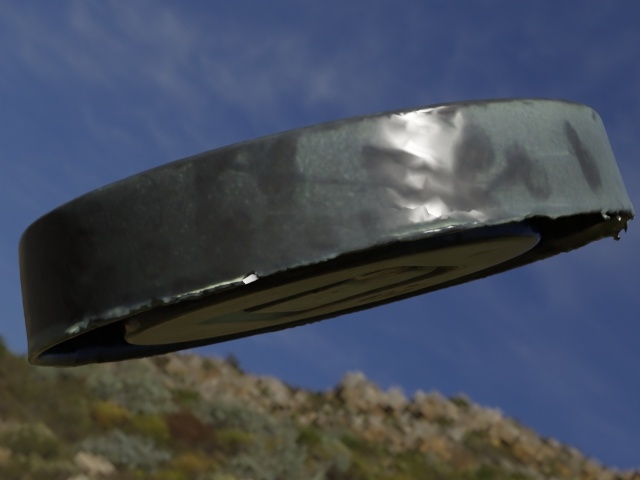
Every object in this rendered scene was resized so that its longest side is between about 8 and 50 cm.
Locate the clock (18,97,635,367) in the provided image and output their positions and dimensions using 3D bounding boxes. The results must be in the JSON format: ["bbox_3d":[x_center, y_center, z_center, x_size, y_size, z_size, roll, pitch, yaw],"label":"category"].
[{"bbox_3d":[0.000,0.000,1.013,0.386,0.386,0.076,152,-73,-66],"label":"clock"}]
